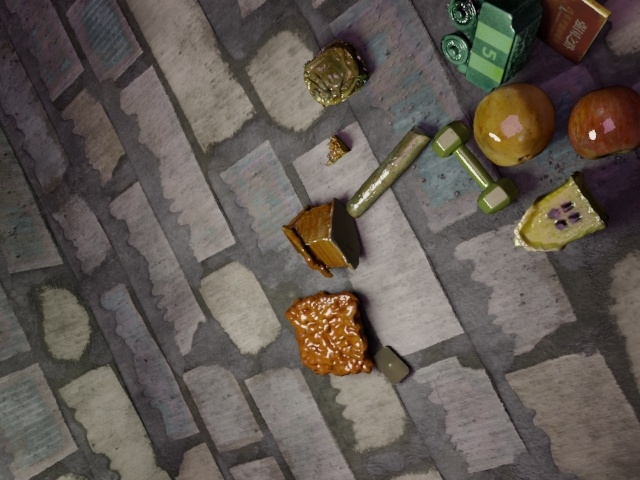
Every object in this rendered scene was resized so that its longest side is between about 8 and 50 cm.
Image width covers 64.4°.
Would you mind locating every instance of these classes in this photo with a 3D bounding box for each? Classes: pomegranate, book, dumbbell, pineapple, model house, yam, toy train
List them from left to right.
[{"bbox_3d":[0.002,0.000,1.787,0.229,0.220,0.199,-11,136,33],"label":"model house"},{"bbox_3d":[0.055,-0.301,1.760,0.114,0.077,0.114,-56,39,35],"label":"pineapple"},{"bbox_3d":[0.217,-0.218,1.680,0.083,0.083,0.371,46,116,12],"label":"yam"},{"bbox_3d":[0.465,-0.220,1.536,0.302,0.121,0.108,54,146,8],"label":"dumbbell"},{"bbox_3d":[0.465,-0.571,1.385,0.167,0.299,0.238,-40,66,-16],"label":"toy train"},{"bbox_3d":[0.542,-0.322,1.419,0.233,0.233,0.233,5,102,26],"label":"pomegranate"},{"bbox_3d":[0.562,-0.631,1.325,0.028,0.262,0.374,-46,77,5],"label":"book"},{"bbox_3d":[0.654,-0.068,1.427,0.234,0.193,0.175,-29,87,31],"label":"model house"}]

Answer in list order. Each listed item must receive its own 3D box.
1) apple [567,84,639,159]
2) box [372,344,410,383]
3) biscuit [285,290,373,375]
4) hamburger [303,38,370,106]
[{"bbox_3d":[0.753,-0.308,1.330,0.188,0.188,0.174,-9,85,28],"label":"apple"},{"bbox_3d":[0.254,0.441,1.815,0.126,0.031,0.091,43,116,13],"label":"box"},{"bbox_3d":[0.029,0.344,1.862,0.318,0.110,0.312,-11,96,30],"label":"biscuit"},{"bbox_3d":[0.049,-0.550,1.686,0.206,0.130,0.183,-34,85,9],"label":"hamburger"}]
